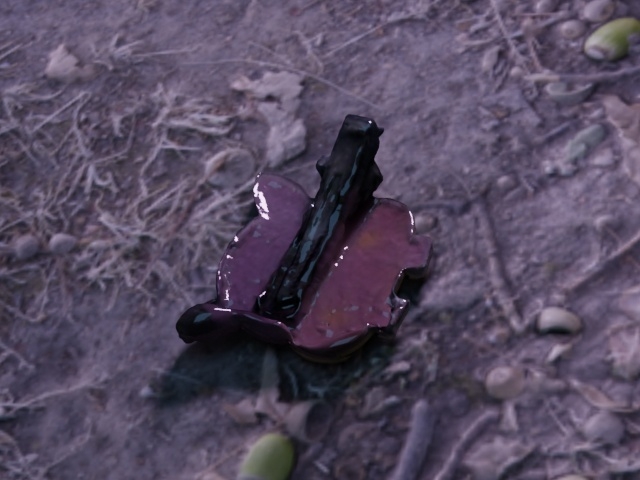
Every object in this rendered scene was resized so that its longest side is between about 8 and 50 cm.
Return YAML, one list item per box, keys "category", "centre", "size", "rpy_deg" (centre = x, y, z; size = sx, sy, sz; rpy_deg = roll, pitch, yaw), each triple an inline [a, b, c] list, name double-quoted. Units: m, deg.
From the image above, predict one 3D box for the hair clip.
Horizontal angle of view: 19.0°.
- category: "hair clip"
  centre: [0.002, 0.004, 1.277]
  size: [0.146, 0.056, 0.187]
  rpy_deg: [11, 62, 21]
